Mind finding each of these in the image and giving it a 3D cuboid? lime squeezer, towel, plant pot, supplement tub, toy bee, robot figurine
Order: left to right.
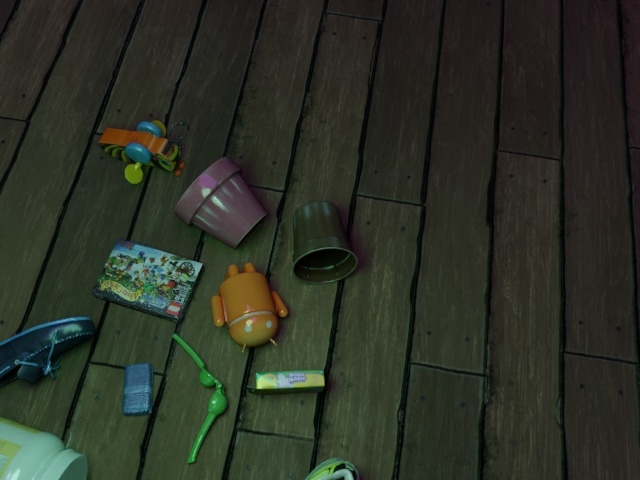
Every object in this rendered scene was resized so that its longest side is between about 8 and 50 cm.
[{"bbox_3d":[-0.682,0.491,1.416,0.332,0.241,0.240,17,64,6],"label":"supplement tub"},{"bbox_3d":[-0.430,0.351,1.615,0.067,0.029,0.119,-3,64,-4],"label":"towel"},{"bbox_3d":[-0.453,-0.229,1.859,0.298,0.162,0.195,27,71,38],"label":"toy bee"},{"bbox_3d":[-0.276,0.355,1.616,0.110,0.059,0.310,-23,64,20],"label":"lime squeezer"},{"bbox_3d":[-0.242,-0.083,1.763,0.180,0.201,0.201,43,68,1],"label":"plant pot"},{"bbox_3d":[-0.172,0.163,1.666,0.128,0.158,0.219,-29,62,22],"label":"robot figurine"},{"bbox_3d":[0.000,0.000,1.747,0.167,0.167,0.165,-6,55,-5],"label":"plant pot"}]

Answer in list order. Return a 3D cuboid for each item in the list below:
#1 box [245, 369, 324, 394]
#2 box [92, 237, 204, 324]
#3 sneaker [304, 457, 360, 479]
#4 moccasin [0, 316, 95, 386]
[{"bbox_3d":[-0.082,0.332,1.596,0.179,0.105,0.043,-4,70,-4],"label":"box"},{"bbox_3d":[-0.432,0.101,1.732,0.233,0.044,0.159,16,63,6],"label":"box"},{"bbox_3d":[-0.056,0.614,1.432,0.145,0.147,0.384,32,67,11],"label":"sneaker"},{"bbox_3d":[-0.679,0.285,1.598,0.342,0.137,0.116,-24,70,2],"label":"moccasin"}]
